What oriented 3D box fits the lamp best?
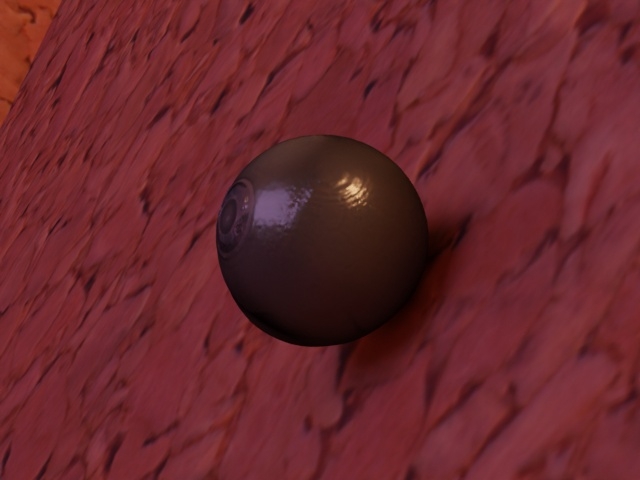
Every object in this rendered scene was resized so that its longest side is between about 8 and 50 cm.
[{"bbox_3d":[0.000,0.000,0.869,0.105,0.105,0.105,-50,20,26],"label":"lamp"}]
